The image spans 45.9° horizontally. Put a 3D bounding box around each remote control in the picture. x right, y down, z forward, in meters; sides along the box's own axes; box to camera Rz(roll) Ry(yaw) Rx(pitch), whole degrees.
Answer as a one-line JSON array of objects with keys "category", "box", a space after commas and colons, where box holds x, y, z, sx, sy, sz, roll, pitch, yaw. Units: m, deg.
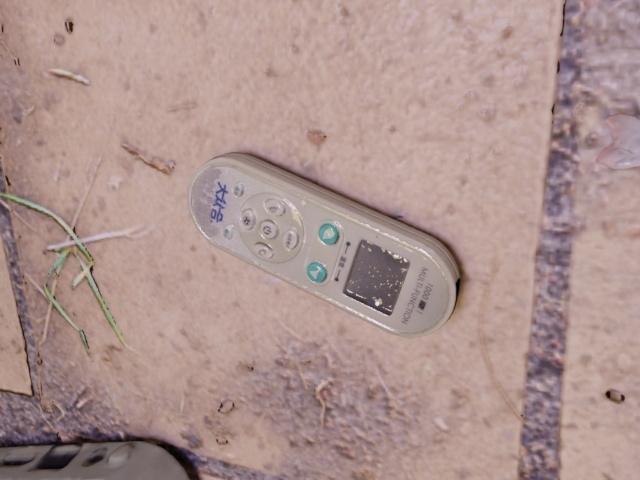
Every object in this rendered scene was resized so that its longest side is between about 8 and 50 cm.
[{"category": "remote control", "box": [0.000, 0.000, 0.562, 0.221, 0.042, 0.078, 24, 118, 14]}]

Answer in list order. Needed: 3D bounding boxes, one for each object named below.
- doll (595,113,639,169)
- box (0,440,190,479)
[{"category": "doll", "box": [0.219, -0.045, 0.413, 0.127, 0.084, 0.073, 6, 110, 14]}, {"category": "box", "box": [-0.248, 0.389, 0.810, 0.367, 0.090, 0.373, -10, 104, 28]}]
